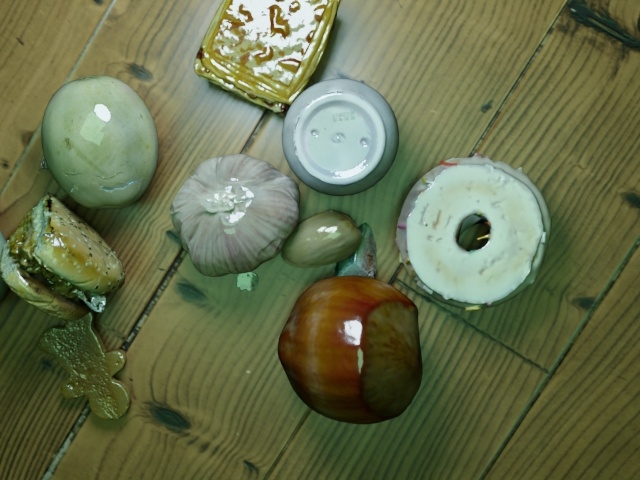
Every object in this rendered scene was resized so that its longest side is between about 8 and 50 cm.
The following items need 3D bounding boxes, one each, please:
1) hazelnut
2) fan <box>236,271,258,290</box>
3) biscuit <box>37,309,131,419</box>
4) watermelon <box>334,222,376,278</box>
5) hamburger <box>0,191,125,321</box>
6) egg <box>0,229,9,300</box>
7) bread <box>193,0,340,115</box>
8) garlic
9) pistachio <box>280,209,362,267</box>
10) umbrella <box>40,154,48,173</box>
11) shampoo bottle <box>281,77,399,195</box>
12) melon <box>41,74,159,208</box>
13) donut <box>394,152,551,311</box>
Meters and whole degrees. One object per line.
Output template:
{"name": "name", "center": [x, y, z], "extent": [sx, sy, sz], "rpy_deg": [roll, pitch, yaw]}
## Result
{"name": "hazelnut", "center": [0.075, 0.263, 1.749], "extent": [0.366, 0.366, 0.365], "rpy_deg": [0, 94, 1]}
{"name": "fan", "center": [-0.187, 0.090, 1.887], "extent": [0.056, 0.004, 0.083], "rpy_deg": [9, 94, 1]}
{"name": "biscuit", "center": [-0.596, 0.330, 1.893], "extent": [0.197, 0.049, 0.301], "rpy_deg": [-32, 93, 8]}
{"name": "watermelon", "center": [0.098, 0.046, 1.858], "extent": [0.094, 0.081, 0.180], "rpy_deg": [3, 101, -24]}
{"name": "hamburger", "center": [-0.617, 0.054, 1.758], "extent": [0.195, 0.318, 0.277], "rpy_deg": [-44, 124, 2]}
{"name": "egg", "center": [-0.906, 0.023, 1.775], "extent": [0.258, 0.258, 0.352], "rpy_deg": [-39, 82, 4]}
{"name": "bread", "center": [-0.120, -0.491, 1.765], "extent": [0.278, 0.167, 0.324], "rpy_deg": [26, 103, -1]}
{"name": "garlic", "center": [-0.204, -0.072, 1.747], "extent": [0.318, 0.259, 0.317], "rpy_deg": [-1, 85, 9]}
{"name": "pistachio", "center": [0.000, 0.000, 1.814], "extent": [0.206, 0.129, 0.131], "rpy_deg": [-22, 88, 9]}
{"name": "umbrella", "center": [-0.704, -0.212, 1.870], "extent": [0.020, 0.031, 0.083], "rpy_deg": [9, 93, 33]}
{"name": "shampoo bottle", "center": [0.047, -0.243, 1.726], "extent": [0.273, 0.266, 0.272], "rpy_deg": [0, 99, 1]}
{"name": "melon", "center": [-0.522, -0.226, 1.746], "extent": [0.269, 0.268, 0.330], "rpy_deg": [-7, 115, 2]}
{"name": "donut", "center": [0.369, -0.021, 1.796], "extent": [0.383, 0.142, 0.382], "rpy_deg": [0, 93, 1]}
